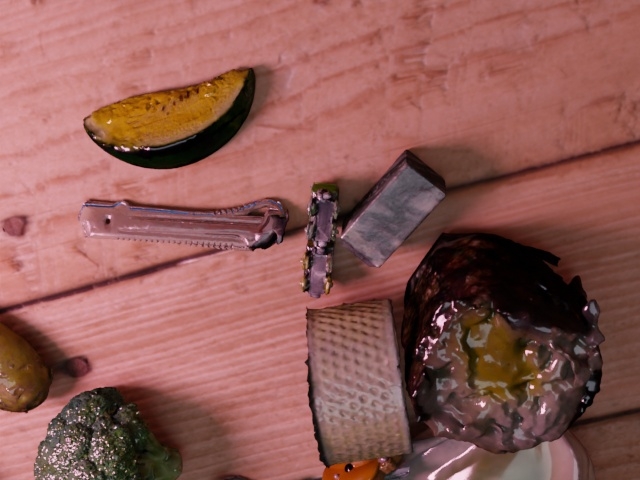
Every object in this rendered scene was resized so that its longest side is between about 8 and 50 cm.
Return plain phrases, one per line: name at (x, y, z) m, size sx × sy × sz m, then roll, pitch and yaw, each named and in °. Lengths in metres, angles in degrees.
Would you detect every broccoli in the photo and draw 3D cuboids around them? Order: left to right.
broccoli at (-0.378, 0.387, 1.777) m, size 0.270 × 0.270 × 0.270 m, roll 17°, pitch 116°, yaw -39°

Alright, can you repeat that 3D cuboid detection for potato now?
potato at (-0.591, 0.211, 1.769) m, size 0.251 × 0.113 × 0.149 m, roll 34°, pitch 117°, yaw 0°

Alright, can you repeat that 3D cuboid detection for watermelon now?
watermelon at (-0.242, -0.186, 1.615) m, size 0.301 × 0.123 × 0.129 m, roll -12°, pitch 78°, yaw 9°

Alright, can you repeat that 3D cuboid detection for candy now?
candy at (0.287, 0.487, 1.766) m, size 0.426 × 0.186 × 0.386 m, roll -19°, pitch 88°, yaw 20°

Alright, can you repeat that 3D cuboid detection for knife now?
knife at (-0.232, -0.030, 1.689) m, size 0.365 × 0.043 × 0.089 m, roll 2°, pitch 78°, yaw 5°
knife at (0.084, 0.421, 1.760) m, size 0.210 × 0.015 × 0.028 m, roll -22°, pitch 138°, yaw 41°

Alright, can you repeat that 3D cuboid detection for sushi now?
sushi at (0.286, 0.157, 1.589) m, size 0.299 × 0.294 × 0.281 m, roll 9°, pitch 112°, yaw -1°

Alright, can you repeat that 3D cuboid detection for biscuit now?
biscuit at (0.071, 0.379, 1.752) m, size 0.170 × 0.170 × 0.050 m, roll -37°, pitch 116°, yaw 16°

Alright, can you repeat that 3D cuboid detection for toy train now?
toy train at (0.000, 0.000, 1.666) m, size 0.060 × 0.081 × 0.202 m, roll 7°, pitch 118°, yaw 2°

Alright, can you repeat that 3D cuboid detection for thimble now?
thimble at (0.064, 0.236, 1.650) m, size 0.150 × 0.271 × 0.271 m, roll -9°, pitch 110°, yaw 5°

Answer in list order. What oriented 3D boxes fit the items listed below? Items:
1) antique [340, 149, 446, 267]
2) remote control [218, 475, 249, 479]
antique at (0.114, -0.047, 1.632) m, size 0.086 × 0.088 × 0.183 m, roll 38°, pitch 108°, yaw -10°
remote control at (-0.089, 0.509, 1.854) m, size 0.247 × 0.104 × 0.052 m, roll 18°, pitch 121°, yaw -2°
